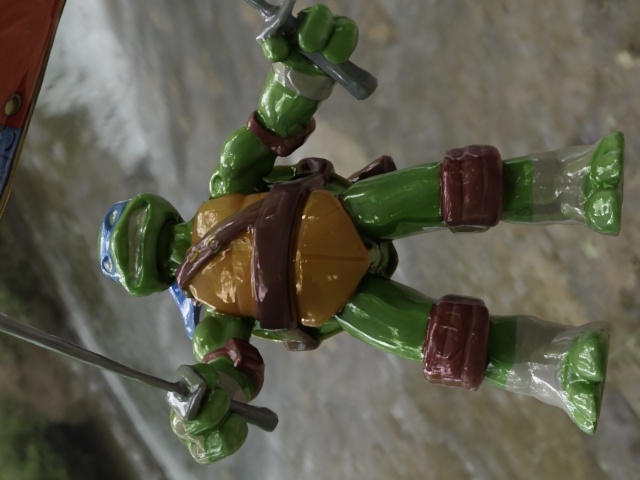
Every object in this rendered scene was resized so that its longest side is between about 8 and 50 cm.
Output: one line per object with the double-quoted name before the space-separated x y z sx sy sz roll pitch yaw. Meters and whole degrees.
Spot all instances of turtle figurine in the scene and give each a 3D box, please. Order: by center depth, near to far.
"turtle figurine" 0.000 0.000 0.666 0.266 0.197 0.274 5 143 12

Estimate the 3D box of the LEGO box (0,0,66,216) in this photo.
"LEGO box" -0.390 -0.091 0.403 0.500 0.193 0.372 25 -166 22
